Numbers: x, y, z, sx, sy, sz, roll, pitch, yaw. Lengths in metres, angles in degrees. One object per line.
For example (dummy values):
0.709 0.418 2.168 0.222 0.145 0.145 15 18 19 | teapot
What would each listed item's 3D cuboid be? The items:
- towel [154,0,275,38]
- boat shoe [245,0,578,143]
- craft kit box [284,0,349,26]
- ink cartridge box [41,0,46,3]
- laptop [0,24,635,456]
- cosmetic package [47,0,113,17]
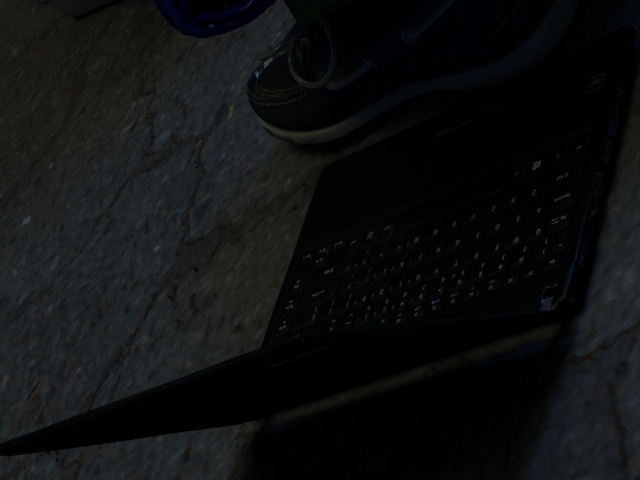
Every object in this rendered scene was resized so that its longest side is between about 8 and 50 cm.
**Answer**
-0.011 -0.214 0.896 0.228 0.076 0.308 -34 22 -1 | towel
0.030 -0.116 0.999 0.254 0.079 0.095 -7 50 55 | boat shoe
0.083 -0.236 0.984 0.247 0.061 0.250 -27 23 12 | craft kit box
-0.231 -0.332 1.729 0.207 0.046 0.097 -52 27 2 | ink cartridge box
0.000 0.000 0.842 0.234 0.136 0.264 -22 40 45 | laptop
-0.170 -0.430 1.433 0.394 0.327 0.329 -9 50 56 | cosmetic package
